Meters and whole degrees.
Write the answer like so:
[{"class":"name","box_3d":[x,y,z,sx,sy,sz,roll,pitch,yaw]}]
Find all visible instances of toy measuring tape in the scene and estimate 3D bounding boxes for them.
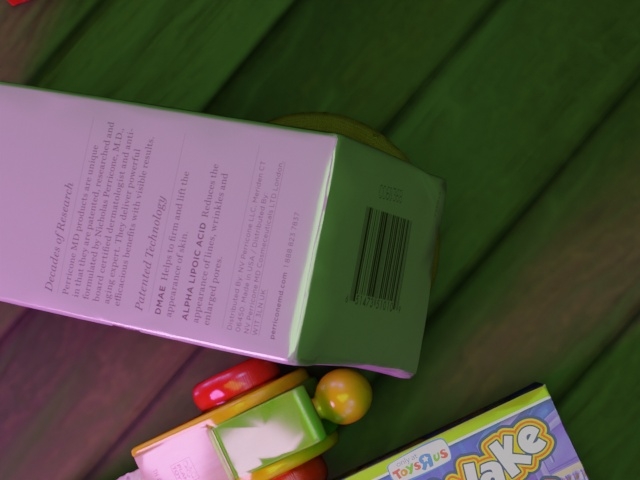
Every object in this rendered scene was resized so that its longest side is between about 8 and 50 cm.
[{"class":"toy measuring tape","box_3d":[-0.096,0.170,1.447,0.330,0.121,0.121,-27,86,23]}]

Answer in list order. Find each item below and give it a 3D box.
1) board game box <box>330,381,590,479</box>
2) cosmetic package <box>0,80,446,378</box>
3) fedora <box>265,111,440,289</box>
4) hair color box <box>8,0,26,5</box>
[{"class":"board game box","box_3d":[0.061,0.286,1.433,0.347,0.078,0.233,-26,86,0]},{"class":"cosmetic package","box_3d":[-0.132,-0.016,1.330,0.385,0.217,0.156,9,87,26]},{"class":"fedora","box_3d":[0.000,0.000,1.451,0.194,0.079,0.194,-1,81,6]},{"class":"hair color box","box_3d":[-0.180,-0.255,1.484,0.167,0.053,0.093,-16,85,2]}]
